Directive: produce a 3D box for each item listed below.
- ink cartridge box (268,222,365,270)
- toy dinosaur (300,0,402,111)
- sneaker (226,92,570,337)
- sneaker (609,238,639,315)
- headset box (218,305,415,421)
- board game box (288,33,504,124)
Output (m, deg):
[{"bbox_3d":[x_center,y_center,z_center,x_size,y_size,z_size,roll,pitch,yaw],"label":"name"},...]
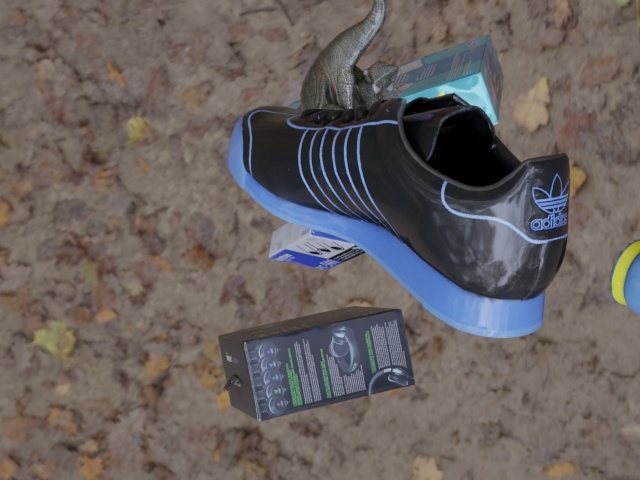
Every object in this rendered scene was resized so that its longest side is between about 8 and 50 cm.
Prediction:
[{"bbox_3d":[0.000,0.000,1.464,0.097,0.207,0.046,12,77,-16],"label":"ink cartridge box"},{"bbox_3d":[0.023,-0.119,1.046,0.121,0.160,0.313,-24,117,-22],"label":"toy dinosaur"},{"bbox_3d":[0.035,-0.042,0.525,0.232,0.081,0.090,32,124,40],"label":"sneaker"},{"bbox_3d":[0.313,0.028,0.750,0.082,0.209,0.069,27,119,51],"label":"sneaker"},{"bbox_3d":[-0.024,0.199,1.677,0.283,0.246,0.131,-11,90,-17],"label":"headset box"},{"bbox_3d":[0.095,-0.189,1.480,0.336,0.254,0.079,-17,108,19],"label":"board game box"}]
